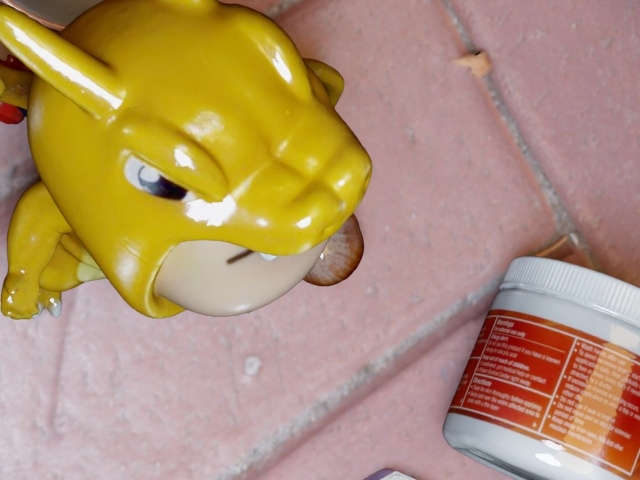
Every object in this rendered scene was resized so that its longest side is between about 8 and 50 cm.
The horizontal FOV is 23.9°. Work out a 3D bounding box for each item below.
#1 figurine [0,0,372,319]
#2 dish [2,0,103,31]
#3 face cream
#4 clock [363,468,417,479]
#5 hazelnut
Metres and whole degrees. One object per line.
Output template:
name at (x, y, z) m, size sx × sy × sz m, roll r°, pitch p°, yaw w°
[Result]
figurine at (-0.156, -0.068, 1.176) m, size 0.400 × 0.387 × 0.268 m, roll 10°, pitch 71°, yaw -16°
dish at (-0.205, -0.302, 1.314) m, size 0.260 × 0.085 × 0.260 m, roll 1°, pitch 88°, yaw -18°
face cream at (0.235, 0.138, 1.406) m, size 0.201 × 0.201 × 0.187 m, roll 26°, pitch 80°, yaw -18°
clock at (0.072, 0.302, 1.417) m, size 0.198 × 0.064 × 0.172 m, roll 0°, pitch 90°, yaw -21°
hazelnut at (0.000, 0.000, 1.387) m, size 0.086 × 0.086 × 0.086 m, roll 0°, pitch 89°, yaw -20°
